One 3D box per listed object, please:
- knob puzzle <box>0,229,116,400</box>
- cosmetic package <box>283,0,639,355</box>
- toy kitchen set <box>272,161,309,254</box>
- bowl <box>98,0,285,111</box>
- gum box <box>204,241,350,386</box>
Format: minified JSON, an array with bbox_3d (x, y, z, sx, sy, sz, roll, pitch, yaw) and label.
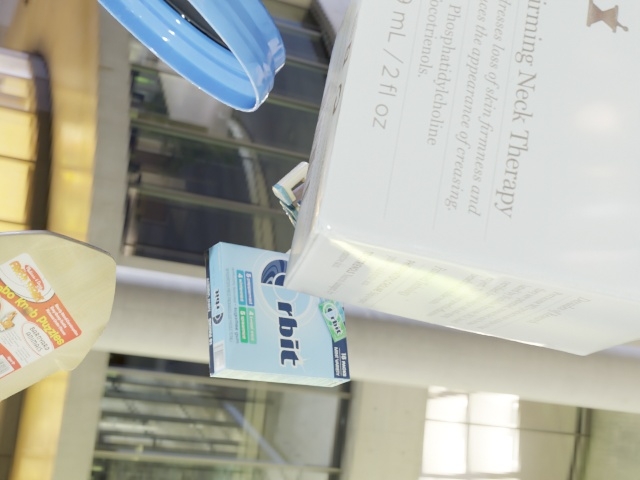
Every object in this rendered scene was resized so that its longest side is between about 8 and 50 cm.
[{"bbox_3d":[-0.299,0.061,1.020,0.030,0.213,0.213,53,-52,52],"label":"knob puzzle"},{"bbox_3d":[0.193,-0.085,1.102,0.327,0.394,0.329,121,-20,-75],"label":"cosmetic package"},{"bbox_3d":[0.000,0.000,1.610,0.122,0.207,0.166,-42,-134,-10],"label":"toy kitchen set"},{"bbox_3d":[-0.204,-0.327,1.297,0.077,0.391,0.391,-49,-156,-9],"label":"bowl"},{"bbox_3d":[-0.051,0.093,1.224,0.041,0.184,0.157,-28,-121,46],"label":"gum box"}]
